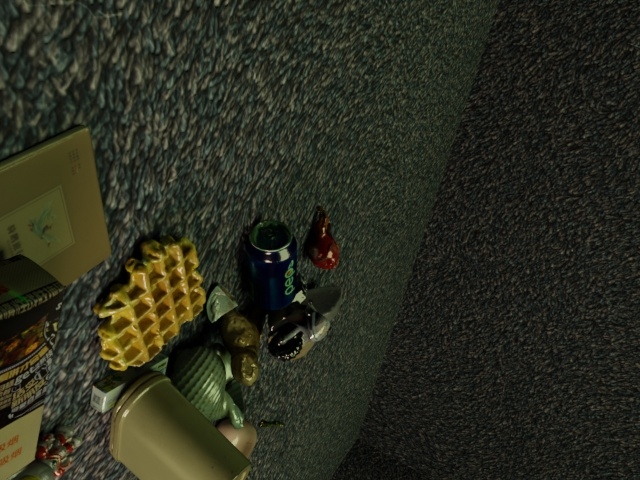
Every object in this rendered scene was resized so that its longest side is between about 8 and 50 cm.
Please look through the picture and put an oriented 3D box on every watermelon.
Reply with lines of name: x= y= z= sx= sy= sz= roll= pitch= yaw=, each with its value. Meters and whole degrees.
watermelon: x=-0.206 y=0.139 z=1.232 sx=0.085 sy=0.060 sz=0.085 roll=7 pitch=90 yaw=-67

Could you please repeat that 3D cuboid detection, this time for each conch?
conch: x=-0.246 y=0.312 z=1.215 sx=0.172 sy=0.131 sz=0.200 roll=-104 pitch=176 yaw=-83

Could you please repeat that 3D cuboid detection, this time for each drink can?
drink can: x=-0.110 y=0.058 z=1.311 sx=0.118 sy=0.118 sz=0.205 roll=-50 pitch=156 yaw=-38

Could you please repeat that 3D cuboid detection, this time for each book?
book: x=-0.386 y=0.014 z=0.695 sx=0.310 sy=0.021 sz=0.217 roll=-46 pitch=151 yaw=-45

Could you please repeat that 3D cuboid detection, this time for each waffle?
waffle: x=-0.291 y=0.099 z=0.982 sx=0.229 sy=0.057 sz=0.219 roll=-47 pitch=153 yaw=-41

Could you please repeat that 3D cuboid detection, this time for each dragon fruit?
dragon fruit: x=0.000 y=0.000 z=1.606 sx=0.094 sy=0.094 sz=0.191 roll=-43 pitch=128 yaw=-48

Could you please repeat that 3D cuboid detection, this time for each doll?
doll: x=-0.441 y=0.365 z=0.885 sx=0.180 sy=0.079 sz=0.094 roll=-56 pitch=130 yaw=-44

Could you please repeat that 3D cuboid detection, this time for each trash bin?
trash bin: x=-0.260 y=0.394 z=1.056 sx=0.121 sy=0.247 sz=0.243 roll=-37 pitch=159 yaw=-43

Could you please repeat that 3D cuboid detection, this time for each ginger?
ginger: x=-0.168 y=0.216 z=1.310 sx=0.081 sy=0.148 sz=0.334 roll=-33 pitch=-177 yaw=5

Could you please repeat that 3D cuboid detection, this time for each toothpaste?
toothpaste: x=-0.345 y=0.256 z=1.051 sx=0.164 sy=0.034 sz=0.046 roll=-26 pitch=136 yaw=-61

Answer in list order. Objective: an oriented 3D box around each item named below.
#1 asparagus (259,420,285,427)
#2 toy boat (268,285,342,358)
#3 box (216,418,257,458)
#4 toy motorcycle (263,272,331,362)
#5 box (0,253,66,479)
asparagus: x=-0.162 y=0.626 z=1.962 sx=0.233 sy=0.022 sz=0.023 roll=49 pitch=22 yaw=-66
toy boat: x=-0.055 y=0.271 z=1.725 sx=0.276 sy=0.111 sz=0.294 roll=-6 pitch=128 yaw=-60
box: x=-0.243 y=0.558 z=1.576 sx=0.146 sy=0.088 sz=0.200 roll=-62 pitch=159 yaw=-15
toy motorcycle: x=-0.056 y=0.176 z=1.406 sx=0.271 sy=0.158 sz=0.106 roll=-95 pitch=159 yaw=-54
box: x=-0.417 y=0.187 z=0.659 sx=0.198 sy=0.084 sz=0.310 roll=-32 pitch=149 yaw=-59
